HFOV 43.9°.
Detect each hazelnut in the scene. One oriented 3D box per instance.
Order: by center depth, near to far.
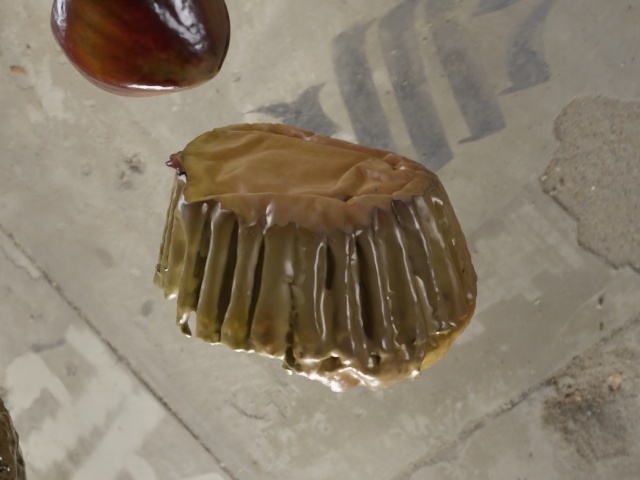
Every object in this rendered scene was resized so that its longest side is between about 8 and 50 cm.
[{"bbox_3d":[-0.196,-0.251,0.920,0.208,0.208,0.208,10,114,24],"label":"hazelnut"}]

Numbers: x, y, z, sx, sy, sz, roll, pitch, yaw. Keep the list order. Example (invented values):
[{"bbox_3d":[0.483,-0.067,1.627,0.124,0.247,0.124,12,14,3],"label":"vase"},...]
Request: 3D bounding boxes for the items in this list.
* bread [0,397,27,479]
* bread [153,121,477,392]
[{"bbox_3d":[-0.398,0.219,0.763,0.230,0.230,0.122,16,109,21],"label":"bread"},{"bbox_3d":[0.000,0.000,0.649,0.274,0.274,0.149,19,124,19],"label":"bread"}]
